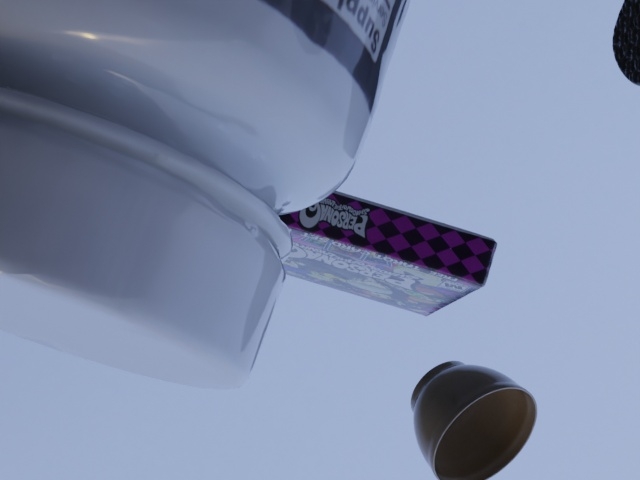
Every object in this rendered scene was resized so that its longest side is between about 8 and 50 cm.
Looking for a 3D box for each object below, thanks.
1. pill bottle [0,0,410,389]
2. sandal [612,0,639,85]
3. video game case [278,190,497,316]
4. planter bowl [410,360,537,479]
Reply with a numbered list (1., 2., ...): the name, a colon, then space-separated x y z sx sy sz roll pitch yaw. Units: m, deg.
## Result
1. pill bottle: -0.057 -0.135 0.500 0.204 0.204 0.361 5 -110 41
2. sandal: 0.514 -0.391 1.521 0.107 0.446 0.167 -4 -128 -20
3. video game case: 0.000 0.000 0.922 0.210 0.232 0.042 127 -20 -79
4. planter bowl: 0.185 0.225 1.538 0.162 0.162 0.109 -41 -135 -3
